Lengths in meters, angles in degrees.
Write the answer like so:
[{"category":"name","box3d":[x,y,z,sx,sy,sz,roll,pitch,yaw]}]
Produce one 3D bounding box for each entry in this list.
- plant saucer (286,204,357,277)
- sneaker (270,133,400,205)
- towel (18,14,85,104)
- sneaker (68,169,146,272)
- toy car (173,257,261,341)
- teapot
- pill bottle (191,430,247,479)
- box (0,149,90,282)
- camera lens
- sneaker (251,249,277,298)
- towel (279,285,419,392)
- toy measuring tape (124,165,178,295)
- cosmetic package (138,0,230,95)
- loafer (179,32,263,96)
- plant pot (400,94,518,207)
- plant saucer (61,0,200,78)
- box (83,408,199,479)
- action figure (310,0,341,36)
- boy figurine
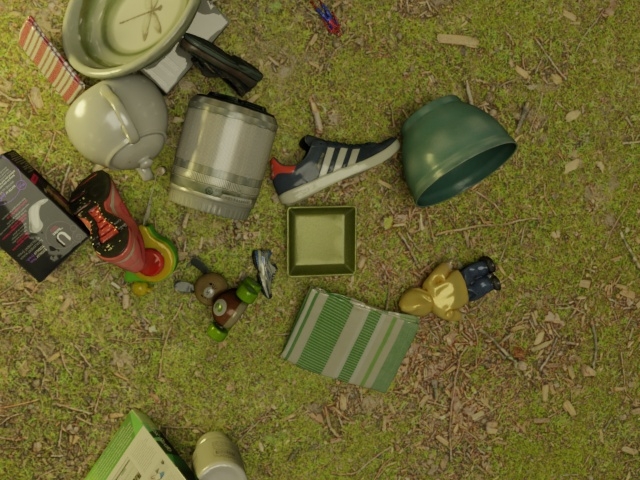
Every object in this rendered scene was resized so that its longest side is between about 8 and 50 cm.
[{"category":"plant saucer","box3d":[0.000,0.000,1.983,0.188,0.045,0.188,-2,98,-12]},{"category":"sneaker","box3d":[0.033,-0.220,1.919,0.350,0.131,0.148,-25,90,-14]},{"category":"towel","box3d":[-0.620,-0.414,1.739,0.029,0.144,0.197,-43,106,-25]},{"category":"sneaker","box3d":[-0.496,-0.036,1.780,0.116,0.314,0.136,-33,142,0]},{"category":"toy car","box3d":[-0.273,0.132,1.903,0.188,0.149,0.155,37,100,-4]},{"category":"teapot","box3d":[-0.446,-0.248,1.728,0.252,0.256,0.187,-39,79,31]},{"category":"pill bottle","box3d":[-0.262,0.578,1.916,0.131,0.229,0.131,-2,99,-12]},{"category":"box","box3d":[-0.692,-0.060,1.771,0.165,0.143,0.270,-43,105,-1]},{"category":"camera lens","box3d":[-0.235,-0.205,1.810,0.219,0.219,0.274,15,95,-14]},{"category":"sneaker","box3d":[-0.136,0.087,1.964,0.058,0.052,0.135,-14,103,-16]},{"category":"towel","box3d":[0.079,0.267,2.022,0.324,0.038,0.248,19,109,-16]},{"category":"toy measuring tape","box3d":[-0.392,-0.013,1.852,0.121,0.121,0.330,15,100,-14]},{"category":"cosmetic package","box3d":[-0.341,-0.478,1.809,0.127,0.107,0.238,43,85,-15]},{"category":"loafer","box3d":[-0.239,-0.407,1.785,0.084,0.096,0.267,-53,150,15]},{"category":"plant pot","box3d":[0.325,-0.244,1.918,0.293,0.293,0.196,-26,76,-7]},{"category":"plant saucer","box3d":[-0.404,-0.523,1.703,0.400,0.400,0.100,-53,146,-1]},{"category":"box","box3d":[-0.440,0.603,1.850,0.232,0.322,0.058,-55,139,1]},{"category":"action figure","box3d":[0.018,-0.567,1.912,0.038,0.030,0.115,-40,106,-9]},{"category":"boy figurine","box3d":[0.350,0.146,2.058,0.285,0.092,0.177,-23,100,-7]}]
